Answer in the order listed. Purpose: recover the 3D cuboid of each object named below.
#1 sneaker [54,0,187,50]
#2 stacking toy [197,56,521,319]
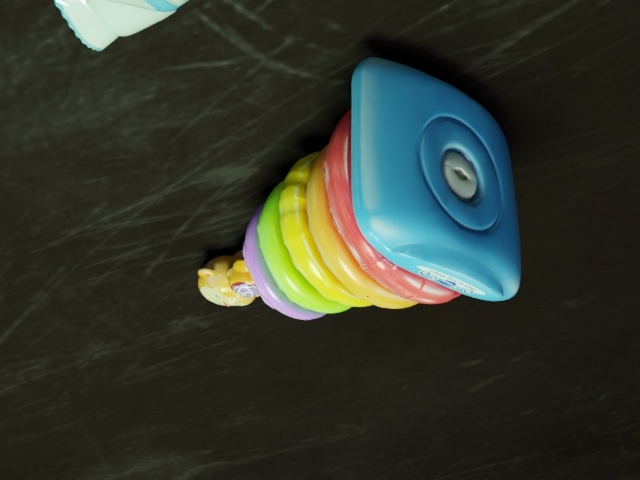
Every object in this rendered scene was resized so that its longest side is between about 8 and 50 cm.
[{"bbox_3d":[-0.147,-0.214,0.685,0.092,0.087,0.229,-24,146,7],"label":"sneaker"},{"bbox_3d":[0.000,0.000,0.939,0.175,0.166,0.302,23,146,-38],"label":"stacking toy"}]
